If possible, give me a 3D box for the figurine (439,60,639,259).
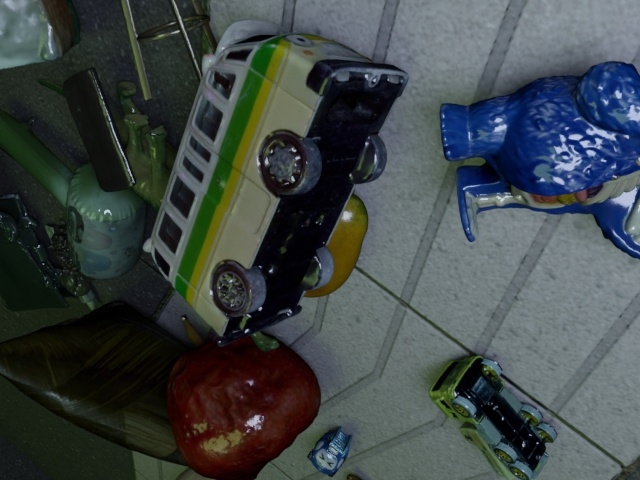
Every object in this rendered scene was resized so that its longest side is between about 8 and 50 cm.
[{"bbox_3d":[0.227,-0.073,0.516,0.262,0.121,0.164,7,138,14],"label":"figurine"}]

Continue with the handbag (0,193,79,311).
[{"bbox_3d":[-0.632,0.032,1.349,0.260,0.079,0.248,-2,123,41],"label":"handbag"}]

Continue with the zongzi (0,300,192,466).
[{"bbox_3d":[-0.299,0.268,1.068,0.403,0.208,0.432,33,178,6],"label":"zongzi"}]

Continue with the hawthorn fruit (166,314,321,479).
[{"bbox_3d":[-0.141,0.227,1.007,0.266,0.230,0.210,47,172,19],"label":"hawthorn fruit"}]

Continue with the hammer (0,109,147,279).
[{"bbox_3d":[-0.411,-0.099,1.035,0.335,0.119,0.206,42,141,12],"label":"hammer"}]

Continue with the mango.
[{"bbox_3d":[-0.005,0.000,0.789,0.111,0.089,0.163,22,128,8],"label":"mango"}]

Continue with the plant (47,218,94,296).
[{"bbox_3d":[-0.456,0.038,1.214,0.085,0.087,0.174,53,146,39],"label":"plant"}]

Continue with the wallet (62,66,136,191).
[{"bbox_3d":[-0.285,-0.139,0.839,0.082,0.018,0.157,-4,108,45],"label":"wallet"}]

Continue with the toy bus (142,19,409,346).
[{"bbox_3d":[-0.057,-0.068,0.669,0.179,0.143,0.306,39,120,25],"label":"toy bus"}]

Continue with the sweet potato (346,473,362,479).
[{"bbox_3d":[0.123,0.565,1.187,0.108,0.079,0.346,-31,105,37],"label":"sweet potato"}]

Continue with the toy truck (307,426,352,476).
[{"bbox_3d":[0.023,0.342,1.075,0.056,0.073,0.090,37,141,8],"label":"toy truck"}]

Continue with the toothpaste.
[{"bbox_3d":[-0.494,0.056,1.294,0.048,0.029,0.197,13,130,48],"label":"toothpaste"}]

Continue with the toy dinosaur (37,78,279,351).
[{"bbox_3d":[-0.220,-0.051,0.923,0.447,0.087,0.301,30,138,22],"label":"toy dinosaur"}]

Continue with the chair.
[{"bbox_3d":[-0.171,-0.258,0.674,0.095,0.104,0.222,-9,118,5],"label":"chair"}]

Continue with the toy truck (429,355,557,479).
[{"bbox_3d":[0.208,0.224,0.817,0.169,0.077,0.100,47,154,-10],"label":"toy truck"}]

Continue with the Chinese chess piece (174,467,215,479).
[{"bbox_3d":[-0.250,0.655,1.560,0.257,0.104,0.257,23,137,24],"label":"Chinese chess piece"}]

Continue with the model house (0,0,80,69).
[{"bbox_3d":[-0.393,-0.348,0.678,0.267,0.194,0.325,-122,22,-65],"label":"model house"}]
